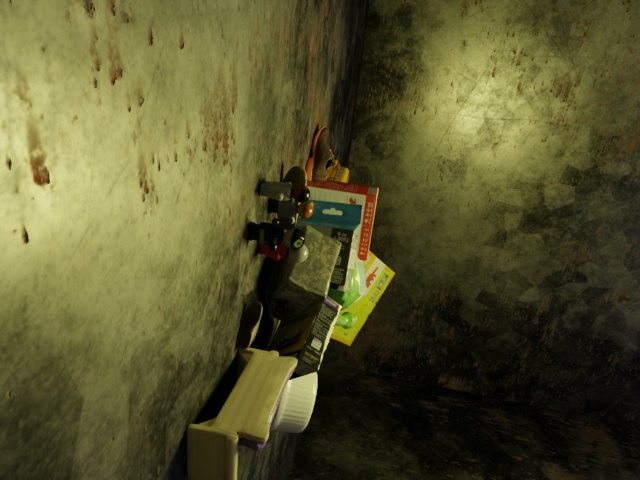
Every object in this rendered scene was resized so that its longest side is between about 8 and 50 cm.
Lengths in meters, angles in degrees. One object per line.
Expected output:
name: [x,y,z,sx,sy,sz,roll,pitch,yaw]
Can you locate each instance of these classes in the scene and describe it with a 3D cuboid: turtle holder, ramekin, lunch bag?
turtle holder: [0.094,0.190,1.934,0.227,0.320,0.243,-1,145,-49]
ramekin: [-0.112,0.592,1.751,0.277,0.135,0.277,-164,-90,-79]
lunch bag: [-0.077,0.124,1.559,0.287,0.169,0.235,-48,-161,50]

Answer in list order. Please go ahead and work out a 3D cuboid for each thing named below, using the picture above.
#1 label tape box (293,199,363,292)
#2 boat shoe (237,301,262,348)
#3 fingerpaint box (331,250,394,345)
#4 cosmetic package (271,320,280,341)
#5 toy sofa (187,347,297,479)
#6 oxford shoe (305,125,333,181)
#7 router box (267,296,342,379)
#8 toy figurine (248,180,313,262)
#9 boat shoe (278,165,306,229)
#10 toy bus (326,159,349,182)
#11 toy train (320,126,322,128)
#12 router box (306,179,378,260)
label tape box: [0.012,0.011,1.778,0.115,0.249,0.347,18,81,-73]
boat shoe: [-0.198,0.238,1.294,0.045,0.050,0.135,79,32,-79]
fingerpaint box: [0.125,0.255,2.253,0.444,0.163,0.371,-58,142,-3]
cosmetic package: [-0.094,0.434,1.939,0.385,0.156,0.217,93,10,-51]
toy sofa: [-0.182,0.432,1.161,0.362,0.177,0.150,-63,161,-70]
oxford shoe: [0.012,-0.356,1.901,0.097,0.098,0.271,83,19,-67]
router box: [-0.075,0.340,1.546,0.309,0.081,0.243,-36,-157,50]
toy figurine: [-0.095,-0.053,1.288,0.213,0.148,0.209,78,23,-70]
boat shoe: [-0.092,-0.145,1.503,0.073,0.080,0.223,-78,180,-63]
toy bus: [0.059,-0.278,2.244,0.332,0.130,0.108,-70,168,-53]
toy train: [0.006,-0.433,2.003,0.027,0.036,0.158,82,19,-67]
router box: [0.076,-0.087,1.967,0.082,0.301,0.335,-71,167,-53]
